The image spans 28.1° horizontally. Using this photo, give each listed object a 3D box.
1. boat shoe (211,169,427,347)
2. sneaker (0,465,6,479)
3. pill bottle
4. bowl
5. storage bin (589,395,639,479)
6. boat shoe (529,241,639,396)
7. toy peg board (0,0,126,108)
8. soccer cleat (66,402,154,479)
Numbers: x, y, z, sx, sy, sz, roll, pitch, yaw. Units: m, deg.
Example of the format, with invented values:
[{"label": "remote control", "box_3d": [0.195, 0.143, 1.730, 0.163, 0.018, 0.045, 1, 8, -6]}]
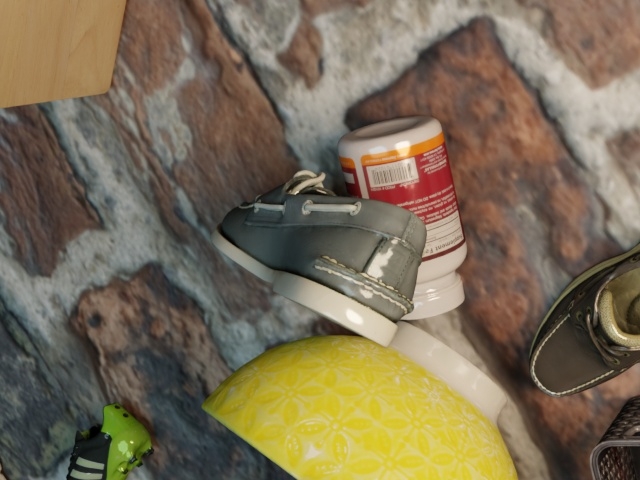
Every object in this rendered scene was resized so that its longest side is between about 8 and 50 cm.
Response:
[{"label": "boat shoe", "box_3d": [0.000, 0.000, 1.009, 0.116, 0.319, 0.099, 27, 90, -19]}, {"label": "sneaker", "box_3d": [-0.394, 0.287, 1.451, 0.068, 0.071, 0.170, -40, 86, 36]}, {"label": "pill bottle", "box_3d": [0.070, -0.018, 1.029, 0.086, 0.086, 0.152, -4, 107, 33]}, {"label": "bowl", "box_3d": [0.062, 0.160, 1.045, 0.289, 0.289, 0.156, 33, 80, 16]}, {"label": "storage bin", "box_3d": [0.294, 0.216, 0.989, 0.122, 0.084, 0.180, -8, 106, 33]}, {"label": "boat shoe", "box_3d": [0.231, 0.053, 0.966, 0.080, 0.073, 0.223, 49, 126, 5]}, {"label": "toy peg board", "box_3d": [-0.259, -0.208, 1.119, 0.079, 0.161, 0.161, 37, 126, 33]}, {"label": "soccer cleat", "box_3d": [-0.240, 0.242, 1.350, 0.072, 0.060, 0.179, 49, 120, 17]}]
